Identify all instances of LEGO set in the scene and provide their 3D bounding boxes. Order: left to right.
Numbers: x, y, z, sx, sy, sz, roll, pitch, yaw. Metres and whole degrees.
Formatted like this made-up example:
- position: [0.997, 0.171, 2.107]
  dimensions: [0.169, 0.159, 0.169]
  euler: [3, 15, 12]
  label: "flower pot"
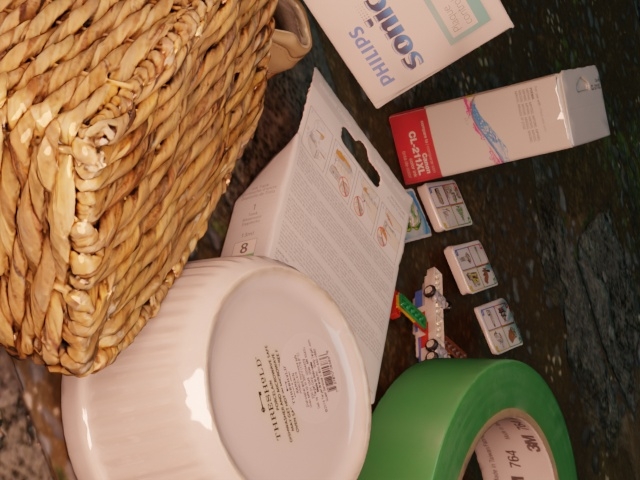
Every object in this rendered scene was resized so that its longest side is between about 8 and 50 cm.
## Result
- position: [0.098, 0.041, 1.446]
  dimensions: [0.244, 0.060, 0.182]
  euler: [-13, 79, -63]
  label: "LEGO set"

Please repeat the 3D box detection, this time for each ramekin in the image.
- position: [-0.058, 0.106, 1.011]
  dimensions: [0.207, 0.109, 0.207]
  euler: [22, 60, -45]
  label: "ramekin"

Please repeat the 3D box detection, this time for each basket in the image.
- position: [-0.176, -0.080, 0.919]
  dimensions: [0.299, 0.223, 0.213]
  euler: [-63, 166, -49]
  label: "basket"

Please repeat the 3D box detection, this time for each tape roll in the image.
- position: [0.127, 0.261, 1.310]
  dimensions: [0.321, 0.077, 0.321]
  euler: [1, 89, -59]
  label: "tape roll"

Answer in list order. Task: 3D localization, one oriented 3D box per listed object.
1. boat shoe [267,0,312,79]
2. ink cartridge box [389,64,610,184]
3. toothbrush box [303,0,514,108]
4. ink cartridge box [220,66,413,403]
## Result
- position: [-0.110, -0.226, 1.078]
  dimensions: [0.302, 0.103, 0.113]
  euler: [50, 39, -41]
  label: "boat shoe"
- position: [0.174, -0.111, 1.477]
  dimensions: [0.127, 0.175, 0.072]
  euler: [-18, 96, -61]
  label: "ink cartridge box"
- position: [0.007, -0.276, 1.166]
  dimensions: [0.216, 0.126, 0.295]
  euler: [53, 11, -39]
  label: "toothbrush box"
- position: [0.000, 0.000, 1.253]
  dimensions: [0.181, 0.056, 0.224]
  euler: [52, 36, -38]
  label: "ink cartridge box"
